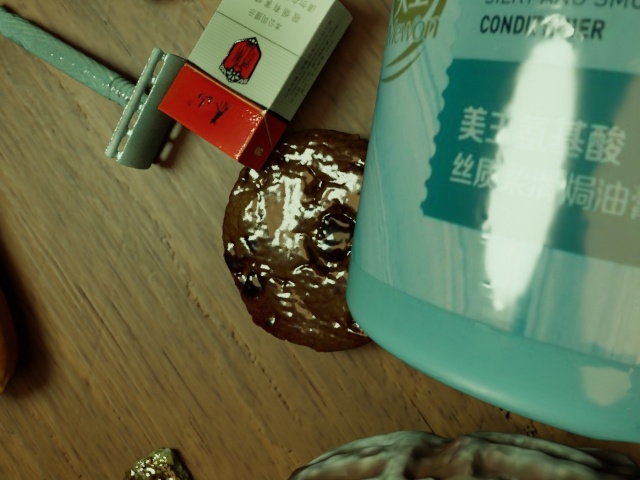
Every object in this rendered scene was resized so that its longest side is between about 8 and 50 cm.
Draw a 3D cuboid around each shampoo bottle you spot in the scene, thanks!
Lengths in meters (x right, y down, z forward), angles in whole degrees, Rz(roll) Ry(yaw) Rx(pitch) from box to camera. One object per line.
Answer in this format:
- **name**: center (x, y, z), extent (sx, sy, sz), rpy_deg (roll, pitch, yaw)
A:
- **shampoo bottle**: center (0.200, -0.088, 0.442), extent (0.331, 0.331, 0.343), rpy_deg (13, 99, 15)

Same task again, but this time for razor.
- **razor**: center (-0.228, -0.167, 0.702), extent (0.232, 0.068, 0.106), rpy_deg (32, 101, 18)

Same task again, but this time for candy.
- **candy**: center (0.097, 0.216, 0.549), extent (0.289, 0.214, 0.157), rpy_deg (-10, 85, 16)

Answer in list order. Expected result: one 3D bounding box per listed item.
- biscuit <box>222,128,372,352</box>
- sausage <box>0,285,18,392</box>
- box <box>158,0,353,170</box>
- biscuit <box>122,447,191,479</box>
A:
- **biscuit**: center (0.000, 0.000, 0.648), extent (0.192, 0.049, 0.192), rpy_deg (0, 91, 20)
- **sausage**: center (-0.372, 0.013, 0.737), extent (0.089, 0.083, 0.300), rpy_deg (-24, 90, 10)
- **box**: center (-0.056, -0.149, 0.638), extent (0.100, 0.048, 0.152), rpy_deg (35, 94, 28)
- **biscuit**: center (-0.142, 0.326, 0.721), extent (0.131, 0.026, 0.237), rpy_deg (-29, 87, 14)
